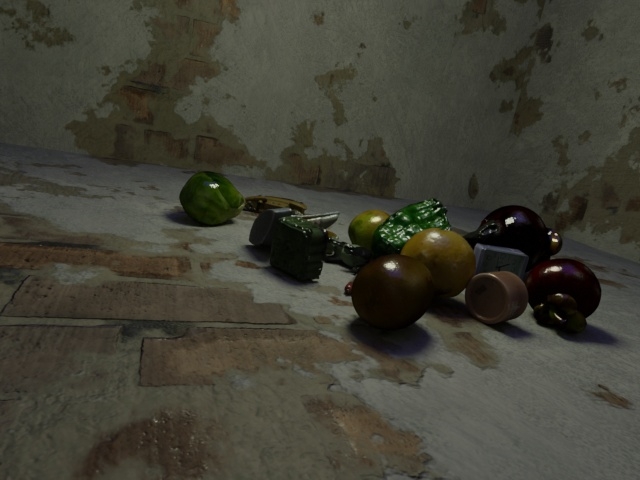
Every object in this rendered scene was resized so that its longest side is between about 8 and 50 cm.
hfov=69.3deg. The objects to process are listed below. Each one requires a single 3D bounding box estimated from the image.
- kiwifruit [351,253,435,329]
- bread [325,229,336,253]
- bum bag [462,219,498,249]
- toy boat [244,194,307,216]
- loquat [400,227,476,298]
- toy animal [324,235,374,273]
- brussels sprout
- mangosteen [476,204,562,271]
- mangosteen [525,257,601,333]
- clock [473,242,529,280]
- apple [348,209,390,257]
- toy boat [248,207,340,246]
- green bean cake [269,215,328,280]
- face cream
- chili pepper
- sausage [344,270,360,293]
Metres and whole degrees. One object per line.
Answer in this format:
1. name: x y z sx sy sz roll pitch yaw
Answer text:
1. kiwifruit: 0.191 0.128 1.187 0.196 0.196 0.234 22 19 38
2. bread: 0.000 0.000 1.815 0.127 0.069 0.140 11 15 -1
3. bum bag: 0.595 0.021 1.888 0.142 0.326 0.080 -24 78 -40
4. toy boat: -0.222 -0.156 2.241 0.321 0.089 0.121 11 25 3
5. loquat: 0.356 0.082 1.440 0.243 0.244 0.244 10 14 -2
6. toy animal: 0.092 0.043 1.660 0.225 0.094 0.121 21 16 38
7. brussels sprout: -0.442 -0.169 1.906 0.271 0.210 0.219 19 8 -46
8. mangosteen: 0.835 0.007 1.957 0.347 0.307 0.307 17 13 -10
9. mangosteen: 0.751 0.181 1.437 0.215 0.215 0.257 13 45 11
10. clock: 0.682 0.097 1.782 0.193 0.145 0.073 9 14 -4
11. apple: 0.204 -0.023 1.810 0.196 0.196 0.196 10 14 -2
12. toy boat: -0.117 -0.035 1.660 0.293 0.111 0.276 9 -29 -44
13. green bean cake: -0.075 0.024 1.448 0.094 0.173 0.181 -3 21 -46
14. face cream: 0.518 0.167 1.366 0.104 0.149 0.149 -2 18 -37
15. chili pepper: 0.336 -0.013 1.685 0.385 0.167 0.213 -34 64 -32
16. sausage: 0.112 0.129 1.460 0.029 0.029 0.223 15 14 15
